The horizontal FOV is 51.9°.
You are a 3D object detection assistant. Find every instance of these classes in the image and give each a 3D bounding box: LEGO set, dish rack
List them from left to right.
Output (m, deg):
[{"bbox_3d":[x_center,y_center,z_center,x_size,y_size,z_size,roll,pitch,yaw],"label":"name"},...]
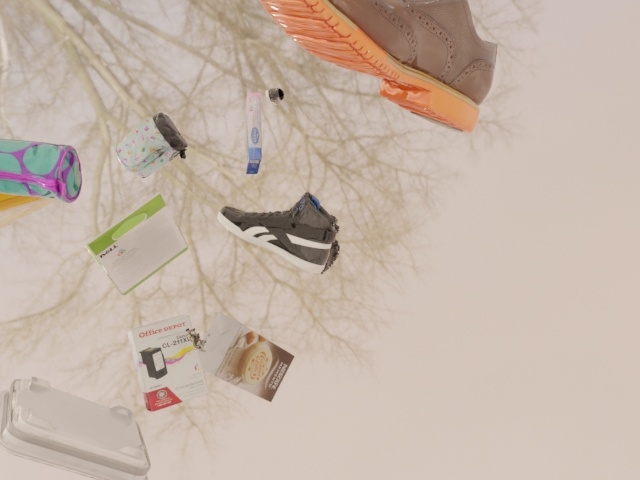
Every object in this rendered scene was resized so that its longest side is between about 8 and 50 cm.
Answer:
[{"bbox_3d":[-0.514,0.397,1.402,0.072,0.333,0.285,-61,-154,1],"label":"dish rack"},{"bbox_3d":[-0.249,0.197,1.297,0.023,0.083,0.054,-34,-129,-1],"label":"LEGO set"}]

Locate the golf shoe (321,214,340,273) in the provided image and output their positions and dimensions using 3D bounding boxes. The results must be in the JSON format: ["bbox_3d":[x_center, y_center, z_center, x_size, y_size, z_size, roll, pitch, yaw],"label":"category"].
[{"bbox_3d":[0.000,0.000,1.806,0.094,0.198,0.077,28,-137,29],"label":"golf shoe"}]

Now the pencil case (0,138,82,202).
[{"bbox_3d":[-0.334,-0.076,0.695,0.152,0.064,0.070,5,-155,-3],"label":"pencil case"}]

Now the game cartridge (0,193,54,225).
[{"bbox_3d":[-0.519,-0.014,0.860,0.285,0.052,0.324,-15,-169,42],"label":"game cartridge"}]

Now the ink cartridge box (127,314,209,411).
[{"bbox_3d":[-0.323,0.256,1.390,0.127,0.175,0.072,-14,177,-22],"label":"ink cartridge box"}]

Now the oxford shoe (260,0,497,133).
[{"bbox_3d":[0.073,-0.240,0.718,0.130,0.364,0.132,31,-81,42],"label":"oxford shoe"}]

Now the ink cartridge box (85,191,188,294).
[{"bbox_3d":[-0.416,-0.015,1.444,0.189,0.255,0.097,-38,-114,-17],"label":"ink cartridge box"}]

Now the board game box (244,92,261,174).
[{"bbox_3d":[-0.092,-0.143,0.896,0.020,0.090,0.090,-2,-96,-9],"label":"board game box"}]

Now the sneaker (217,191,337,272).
[{"bbox_3d":[-0.068,-0.042,1.160,0.217,0.079,0.121,27,-78,12],"label":"sneaker"}]

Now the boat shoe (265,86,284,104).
[{"bbox_3d":[-0.119,-0.406,1.836,0.038,0.046,0.125,-9,-175,13],"label":"boat shoe"}]

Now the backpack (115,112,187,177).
[{"bbox_3d":[-0.489,-0.267,1.878,0.182,0.115,0.152,-37,-115,7],"label":"backpack"}]

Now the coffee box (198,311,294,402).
[{"bbox_3d":[-0.189,0.296,1.653,0.098,0.246,0.141,19,-104,37],"label":"coffee box"}]
